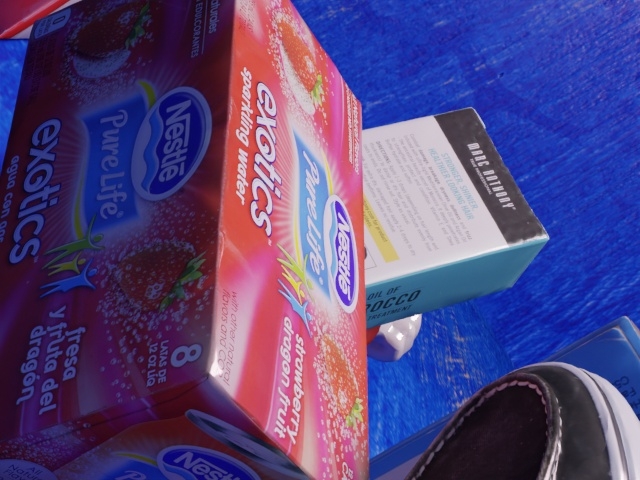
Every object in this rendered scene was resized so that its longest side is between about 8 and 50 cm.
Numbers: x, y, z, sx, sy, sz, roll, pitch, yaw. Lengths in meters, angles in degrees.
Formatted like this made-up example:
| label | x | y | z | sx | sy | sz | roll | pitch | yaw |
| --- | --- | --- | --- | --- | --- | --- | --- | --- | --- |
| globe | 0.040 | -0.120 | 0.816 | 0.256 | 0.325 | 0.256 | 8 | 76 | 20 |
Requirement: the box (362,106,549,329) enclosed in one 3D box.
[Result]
| label | x | y | z | sx | sy | sz | roll | pitch | yaw |
| --- | --- | --- | --- | --- | --- | --- | --- | --- | --- |
| box | 0.000 | 0.000 | 0.817 | 0.100 | 0.244 | 0.060 | 63 | -30 | 24 |

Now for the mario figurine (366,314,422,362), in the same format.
| label | x | y | z | sx | sy | sz | roll | pitch | yaw |
| --- | --- | --- | --- | --- | --- | --- | --- | --- | --- |
| mario figurine | -0.013 | -0.035 | 0.992 | 0.198 | 0.170 | 0.320 | 14 | 24 | -25 |

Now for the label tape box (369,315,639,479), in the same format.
| label | x | y | z | sx | sy | sz | roll | pitch | yaw |
| --- | --- | --- | --- | --- | --- | --- | --- | --- | --- |
| label tape box | 0.130 | 0.192 | 0.840 | 0.334 | 0.241 | 0.106 | 43 | 19 | -59 |

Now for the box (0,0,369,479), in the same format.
| label | x | y | z | sx | sy | sz | roll | pitch | yaw |
| --- | --- | --- | --- | --- | --- | --- | --- | --- | --- |
| box | -0.059 | 0.004 | 0.632 | 0.128 | 0.123 | 0.257 | 52 | 28 | -41 |

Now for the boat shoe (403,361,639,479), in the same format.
| label | x | y | z | sx | sy | sz | roll | pitch | yaw |
| --- | --- | --- | --- | --- | --- | --- | --- | --- | --- |
| boat shoe | 0.028 | 0.148 | 0.485 | 0.119 | 0.121 | 0.335 | 50 | 44 | -21 |

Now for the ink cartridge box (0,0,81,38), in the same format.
| label | x | y | z | sx | sy | sz | roll | pitch | yaw |
| --- | --- | --- | --- | --- | --- | --- | --- | --- | --- |
| ink cartridge box | -0.188 | -0.201 | 0.903 | 0.134 | 0.078 | 0.231 | 58 | 10 | -3 |
